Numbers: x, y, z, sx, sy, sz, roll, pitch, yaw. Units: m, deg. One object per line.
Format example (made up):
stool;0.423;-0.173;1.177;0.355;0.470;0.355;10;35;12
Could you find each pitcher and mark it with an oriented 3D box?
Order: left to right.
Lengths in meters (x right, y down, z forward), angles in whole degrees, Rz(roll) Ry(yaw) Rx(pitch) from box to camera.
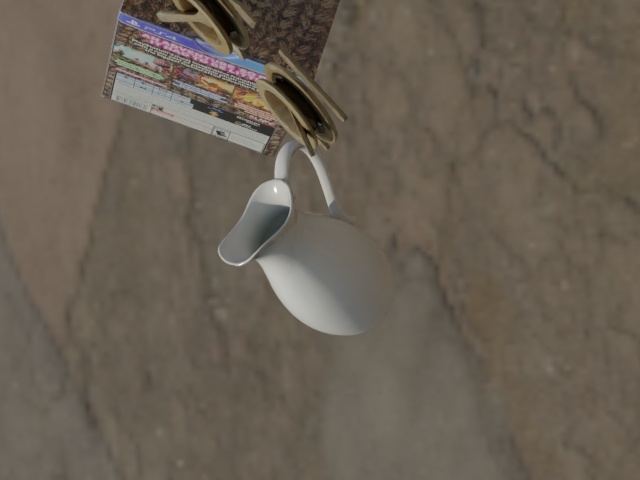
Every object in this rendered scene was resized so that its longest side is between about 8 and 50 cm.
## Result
pitcher;0.000;0.000;2.104;0.125;0.207;0.177;4;63;48

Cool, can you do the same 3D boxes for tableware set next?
tableware set;-0.063;-0.145;1.544;0.194;0.039;0.128;47;169;2

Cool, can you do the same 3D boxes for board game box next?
board game box;-0.121;-0.240;2.202;0.291;0.232;0.141;127;162;-71
